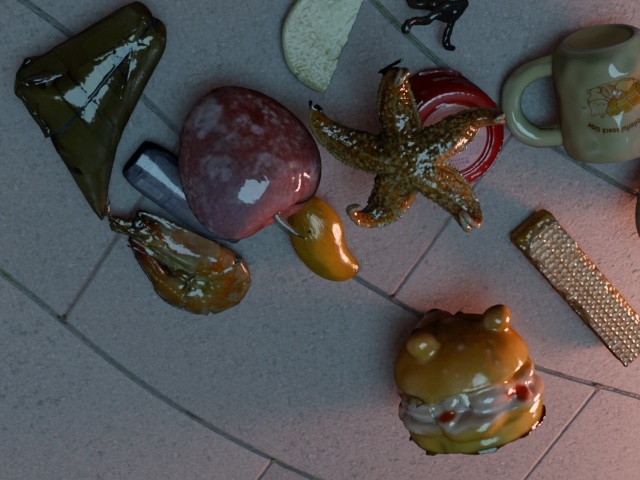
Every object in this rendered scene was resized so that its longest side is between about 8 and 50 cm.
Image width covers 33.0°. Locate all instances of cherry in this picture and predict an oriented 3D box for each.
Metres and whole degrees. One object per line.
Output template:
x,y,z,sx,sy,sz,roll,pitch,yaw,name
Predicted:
-0.116,-0.111,1.766,0.213,0.236,0.285,-32,96,36,cherry

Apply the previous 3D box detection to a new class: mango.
0.000,0.000,1.919,0.098,0.075,0.190,-26,122,6,mango

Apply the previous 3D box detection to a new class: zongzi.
-0.318,-0.205,1.736,0.260,0.123,0.289,-29,114,3,zongzi

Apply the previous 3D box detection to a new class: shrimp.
-0.254,0.037,1.887,0.294,0.062,0.154,36,108,-23,shrimp

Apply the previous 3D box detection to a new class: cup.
0.461,-0.260,1.886,0.173,0.255,0.202,-40,125,-42,cup

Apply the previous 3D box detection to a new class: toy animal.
0.203,-0.427,1.779,0.148,0.084,0.233,1,108,-14,toy animal

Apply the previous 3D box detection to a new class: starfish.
0.146,-0.149,1.736,0.312,0.113,0.303,-10,114,9,starfish

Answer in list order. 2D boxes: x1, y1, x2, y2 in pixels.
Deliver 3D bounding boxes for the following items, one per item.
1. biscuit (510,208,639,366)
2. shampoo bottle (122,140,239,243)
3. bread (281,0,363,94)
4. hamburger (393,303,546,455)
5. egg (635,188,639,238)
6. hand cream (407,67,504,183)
0.507,0.091,2.072,0.094,0.054,0.378,-43,114,6,biscuit
-0.225,-0.076,1.850,0.233,0.049,0.087,36,100,-23,shampoo bottle
-0.009,-0.349,1.793,0.112,0.036,0.193,18,111,-13,bread
0.257,0.241,1.973,0.276,0.276,0.237,-18,107,-4,hamburger
0.691,-0.087,1.956,0.203,0.203,0.283,34,99,-22,egg
0.211,-0.191,1.856,0.193,0.125,0.193,-5,115,-11,hand cream
